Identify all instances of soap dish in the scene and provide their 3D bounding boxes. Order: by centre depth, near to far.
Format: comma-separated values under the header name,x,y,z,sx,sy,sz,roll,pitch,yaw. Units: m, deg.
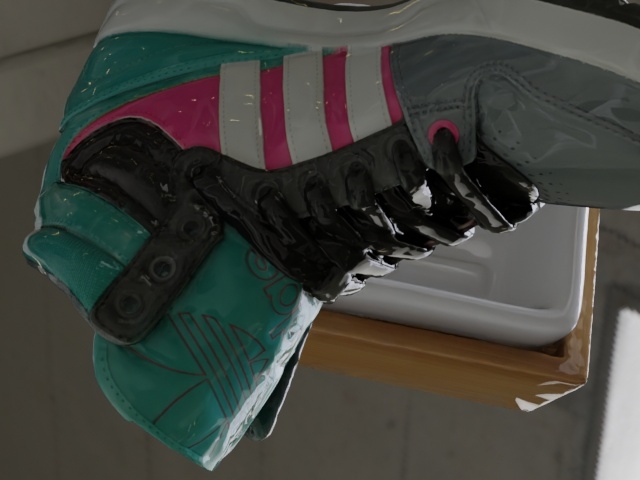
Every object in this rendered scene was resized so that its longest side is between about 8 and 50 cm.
name,x,y,z,sx,sy,sz,roll,pitch,yaw
soap dish,0.074,-0.025,0.990,0.228,0.291,0.118,11,-40,3

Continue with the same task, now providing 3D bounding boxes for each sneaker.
name,x,y,z,sx,sy,sz,roll,pitch,yaw
sneaker,0.000,0.000,0.517,0.295,0.178,0.124,8,-23,38
